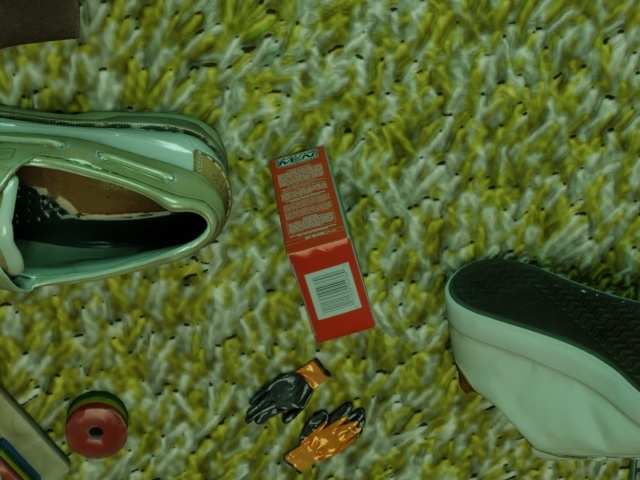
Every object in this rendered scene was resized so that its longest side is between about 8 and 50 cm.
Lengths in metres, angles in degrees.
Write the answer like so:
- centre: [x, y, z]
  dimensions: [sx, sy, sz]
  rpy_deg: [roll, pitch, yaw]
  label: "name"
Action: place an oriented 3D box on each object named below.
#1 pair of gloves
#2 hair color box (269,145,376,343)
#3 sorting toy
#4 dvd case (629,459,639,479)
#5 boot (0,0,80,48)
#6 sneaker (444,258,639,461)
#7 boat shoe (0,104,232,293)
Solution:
- centre: [-0.011, 0.134, 1.172]
  dimensions: [0.074, 0.010, 0.083]
  rpy_deg: [-36, 114, 12]
  label: "pair of gloves"
- centre: [0.000, 0.000, 1.031]
  dimensions: [0.043, 0.141, 0.072]
  rpy_deg: [-16, 117, 2]
  label: "hair color box"
- centre: [-0.283, 0.169, 1.139]
  dimensions: [0.274, 0.046, 0.132]
  rpy_deg: [-32, 116, 10]
  label: "sorting toy"
- centre: [0.304, 0.174, 1.226]
  dimensions: [0.119, 0.013, 0.087]
  rpy_deg: [-4, 117, -3]
  label: "dvd case"
- centre: [-0.267, -0.214, 0.942]
  dimensions: [0.207, 0.090, 0.248]
  rpy_deg: [-16, 117, -12]
  label: "boot"
- centre: [0.216, 0.112, 1.074]
  dimensions: [0.106, 0.290, 0.123]
  rpy_deg: [-34, 134, -35]
  label: "sneaker"
- centre: [-0.210, -0.027, 1.015]
  dimensions: [0.302, 0.103, 0.113]
  rpy_deg: [-7, 117, -3]
  label: "boat shoe"
